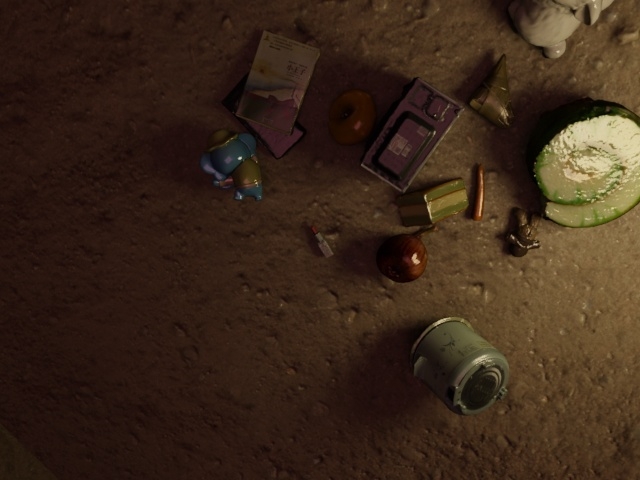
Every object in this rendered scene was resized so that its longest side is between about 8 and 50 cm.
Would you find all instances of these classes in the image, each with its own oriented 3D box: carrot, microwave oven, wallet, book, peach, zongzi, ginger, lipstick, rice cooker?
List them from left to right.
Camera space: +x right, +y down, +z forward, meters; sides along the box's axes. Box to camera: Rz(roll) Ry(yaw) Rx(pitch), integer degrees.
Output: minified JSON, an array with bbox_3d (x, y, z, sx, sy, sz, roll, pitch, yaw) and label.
[{"bbox_3d":[-0.190,-0.417,1.532,0.146,0.030,0.285,-44,92,10],"label":"wallet"},{"bbox_3d":[-0.142,-0.512,1.485,0.202,0.026,0.289,20,98,3],"label":"book"},{"bbox_3d":[0.001,-0.001,1.604,0.030,0.030,0.129,-30,97,14],"label":"lipstick"},{"bbox_3d":[0.098,-0.388,1.439,0.179,0.103,0.179,-12,72,44],"label":"peach"},{"bbox_3d":[0.265,-0.328,1.384,0.181,0.237,0.295,34,110,0],"label":"microwave oven"},{"bbox_3d":[0.449,0.409,1.511,0.317,0.316,0.264,0,115,8],"label":"rice cooker"},{"bbox_3d":[0.521,-0.157,1.492,0.037,0.037,0.190,3,100,7],"label":"carrot"},{"bbox_3d":[0.563,-0.449,1.394,0.160,0.078,0.176,35,102,-7],"label":"zongzi"},{"bbox_3d":[0.756,-0.367,1.387,0.162,0.073,0.103,-16,97,7],"label":"ginger"}]

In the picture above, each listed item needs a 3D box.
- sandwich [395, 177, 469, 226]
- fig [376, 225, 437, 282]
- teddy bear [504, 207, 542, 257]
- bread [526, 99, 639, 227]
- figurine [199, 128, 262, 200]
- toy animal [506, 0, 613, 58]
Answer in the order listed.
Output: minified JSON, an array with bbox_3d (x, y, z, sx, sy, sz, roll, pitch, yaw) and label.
[{"bbox_3d":[0.378,-0.129,1.529,0.187,0.144,0.117,-22,102,-24],"label":"sandwich"},{"bbox_3d":[0.288,0.040,1.527,0.175,0.207,0.175,20,140,18],"label":"fig"},{"bbox_3d":[0.667,-0.018,1.480,0.120,0.078,0.160,11,104,2],"label":"teddy bear"},{"bbox_3d":[0.784,-0.216,1.352,0.367,0.129,0.381,19,120,-7],"label":"bread"},{"bbox_3d":[-0.294,-0.245,1.524,0.180,0.154,0.261,-17,90,17],"label":"figurine"},{"bbox_3d":[0.638,-0.632,1.194,0.194,0.357,0.257,-39,97,13],"label":"toy animal"}]
